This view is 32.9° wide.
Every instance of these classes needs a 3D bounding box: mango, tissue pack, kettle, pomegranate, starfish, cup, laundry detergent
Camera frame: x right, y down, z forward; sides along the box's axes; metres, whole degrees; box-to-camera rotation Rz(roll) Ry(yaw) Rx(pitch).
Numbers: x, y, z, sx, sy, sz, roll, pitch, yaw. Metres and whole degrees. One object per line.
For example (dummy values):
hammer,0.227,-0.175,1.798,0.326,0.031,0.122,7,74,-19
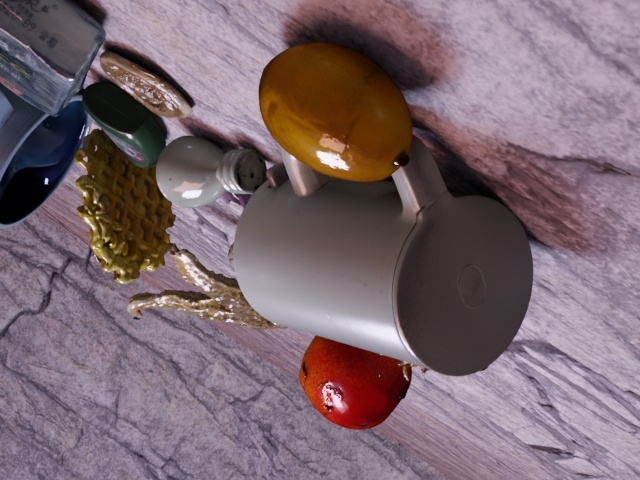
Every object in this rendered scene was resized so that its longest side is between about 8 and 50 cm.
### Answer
mango,0.003,-0.128,1.042,0.147,0.109,0.227,44,174,-33
tissue pack,-0.414,-0.285,1.456,0.228,0.103,0.315,35,168,-13
kettle,0.064,0.000,1.245,0.205,0.265,0.318,-2,-171,-34
pomegranate,0.065,0.241,2.031,0.210,0.210,0.235,36,-161,-14
starfish,-0.128,0.098,1.830,0.432,0.082,0.324,8,163,0
cup,-0.587,-0.204,1.751,0.311,0.257,0.331,33,-164,7
laundry detergent,-0.299,-0.169,1.703,0.137,0.063,0.211,32,169,13

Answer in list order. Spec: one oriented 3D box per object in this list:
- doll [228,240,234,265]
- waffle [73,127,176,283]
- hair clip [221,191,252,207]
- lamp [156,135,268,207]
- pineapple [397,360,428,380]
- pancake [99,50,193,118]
doll,-0.004,0.000,1.544,0.278,0.175,0.149,34,-147,-55
waffle,-0.329,-0.066,1.838,0.060,0.262,0.280,-7,110,19
hair clip,-0.181,-0.096,1.734,0.146,0.056,0.187,41,156,-26
lamp,-0.157,-0.100,1.554,0.193,0.106,0.106,1,147,47
pineapple,0.136,0.131,1.598,0.079,0.135,0.233,41,166,-27
pancake,-0.239,-0.212,1.483,0.151,0.025,0.151,32,168,8
